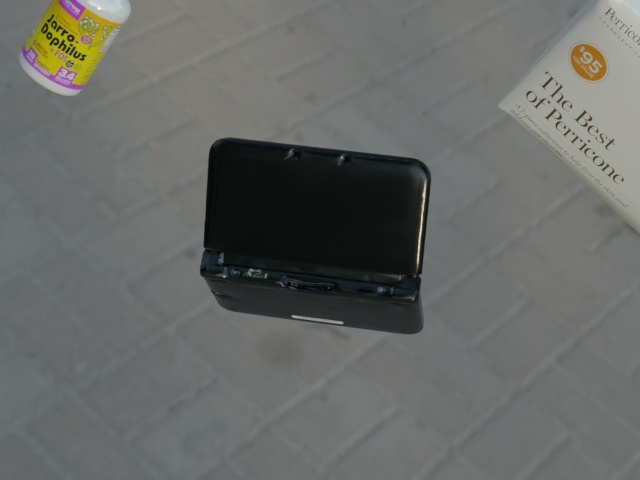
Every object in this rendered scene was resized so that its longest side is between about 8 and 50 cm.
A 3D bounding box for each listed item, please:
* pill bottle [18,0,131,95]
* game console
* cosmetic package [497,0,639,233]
[{"bbox_3d":[-0.141,-0.130,0.956,0.043,0.083,0.043,31,20,-13],"label":"pill bottle"},{"bbox_3d":[0.000,0.000,0.901,0.122,0.107,0.071,7,72,9],"label":"game console"},{"bbox_3d":[0.200,-0.019,0.715,0.239,0.099,0.060,42,51,1],"label":"cosmetic package"}]
